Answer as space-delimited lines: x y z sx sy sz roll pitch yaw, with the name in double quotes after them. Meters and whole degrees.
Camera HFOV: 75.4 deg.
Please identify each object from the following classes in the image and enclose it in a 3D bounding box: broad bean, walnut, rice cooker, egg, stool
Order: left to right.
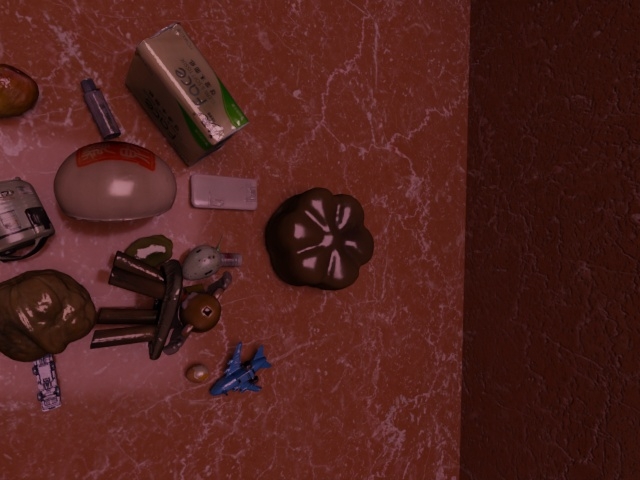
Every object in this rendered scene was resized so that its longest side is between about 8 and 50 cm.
-0.971 -0.059 1.294 0.226 0.226 0.244 -26 96 -30 "rice cooker"
-0.878 0.229 1.296 0.282 0.253 0.277 -48 135 -36 "walnut"
-0.618 0.209 1.412 0.226 0.310 0.311 17 94 -25 "stool"
-0.642 0.045 1.562 0.174 0.082 0.125 -20 99 -33 "broad bean"
-0.483 0.523 1.626 0.083 0.071 0.071 -2 87 -28 "egg"
-0.470 0.094 1.639 0.164 0.131 0.131 -44 108 -13 "egg"

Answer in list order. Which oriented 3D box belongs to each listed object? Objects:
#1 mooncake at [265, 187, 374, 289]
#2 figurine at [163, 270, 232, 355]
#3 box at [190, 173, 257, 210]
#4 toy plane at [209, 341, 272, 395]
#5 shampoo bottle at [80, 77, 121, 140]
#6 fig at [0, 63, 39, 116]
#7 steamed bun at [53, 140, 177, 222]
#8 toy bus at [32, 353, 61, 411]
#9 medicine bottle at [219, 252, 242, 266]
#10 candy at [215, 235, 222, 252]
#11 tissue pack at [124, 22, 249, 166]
0.000 0.000 1.858 0.466 0.262 0.468 1 87 -30 "mooncake"
-0.458 0.260 1.539 0.167 0.284 0.343 24 76 -30 "figurine"
-0.403 -0.202 1.753 0.284 0.044 0.142 1 83 -31 "box"
-0.327 0.553 1.705 0.271 0.105 0.254 -34 118 -33 "toy plane"
-0.807 -0.480 1.515 0.072 0.072 0.214 -28 100 -30 "shampoo bottle"
-1.047 -0.448 1.339 0.159 0.159 0.257 40 84 -23 "fig"
-0.678 -0.208 1.389 0.374 0.374 0.242 -5 109 -32 "steamed bun"
-0.906 0.458 1.369 0.064 0.075 0.191 -11 91 -33 "toy bus"
-0.380 0.082 1.733 0.091 0.058 0.058 3 85 -31 "medicine bottle"
-0.422 0.015 1.736 0.025 0.023 0.083 60 41 -64 "candy"
-0.505 -0.519 1.548 0.205 0.331 0.405 -44 107 -28 "tissue pack"
